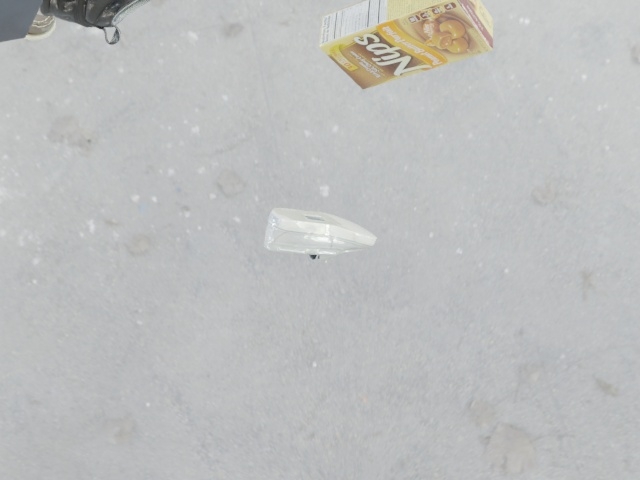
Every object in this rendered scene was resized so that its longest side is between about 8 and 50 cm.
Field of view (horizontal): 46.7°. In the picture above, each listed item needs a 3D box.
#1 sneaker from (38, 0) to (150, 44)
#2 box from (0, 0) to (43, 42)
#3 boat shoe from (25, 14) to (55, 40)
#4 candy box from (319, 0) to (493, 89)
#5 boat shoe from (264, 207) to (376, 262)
[{"bbox_3d":[-0.263,-0.388,0.944,0.153,0.101,0.269,27,108,-6],"label":"sneaker"},{"bbox_3d":[-0.415,-0.298,0.818,0.158,0.156,0.093,38,116,-2],"label":"box"},{"bbox_3d":[-0.555,-0.471,1.200,0.324,0.096,0.117,49,56,-15],"label":"boat shoe"},{"bbox_3d":[0.177,-0.431,1.541,0.316,0.183,0.088,-11,63,33],"label":"candy box"},{"bbox_3d":[0.000,0.000,1.056,0.066,0.184,0.063,38,113,42],"label":"boat shoe"}]
